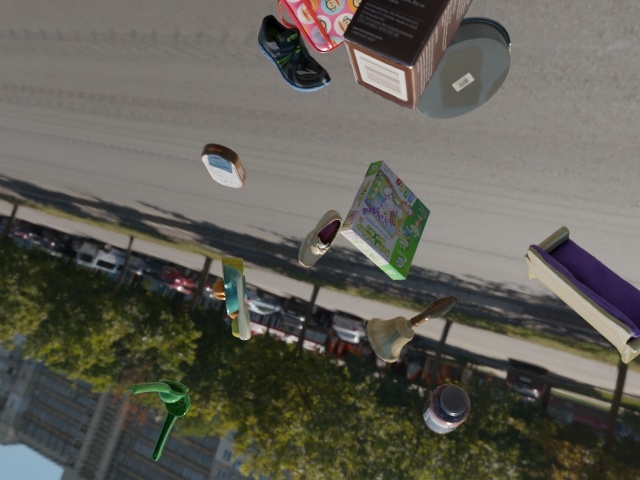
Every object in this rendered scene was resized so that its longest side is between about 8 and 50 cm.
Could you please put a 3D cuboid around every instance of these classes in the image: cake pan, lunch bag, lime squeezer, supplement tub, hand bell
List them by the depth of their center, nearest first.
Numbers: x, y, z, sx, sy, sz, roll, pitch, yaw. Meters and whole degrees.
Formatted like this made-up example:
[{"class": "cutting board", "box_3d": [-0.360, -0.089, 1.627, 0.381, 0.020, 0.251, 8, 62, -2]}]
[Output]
[{"class": "lime squeezer", "box_3d": [-0.300, 0.309, 0.997, 0.059, 0.110, 0.310, 42, 145, 25]}, {"class": "cake pan", "box_3d": [0.345, -0.416, 1.319, 0.293, 0.054, 0.293, -11, 149, -7]}, {"class": "hand bell", "box_3d": [0.246, 0.202, 1.327, 0.126, 0.126, 0.242, 25, 132, -35]}, {"class": "supplement tub", "box_3d": [0.336, 0.444, 1.393, 0.106, 0.106, 0.198, 17, 152, 10]}, {"class": "lunch bag", "box_3d": [-0.003, -0.677, 1.437, 0.258, 0.120, 0.293, -25, 132, 20]}]

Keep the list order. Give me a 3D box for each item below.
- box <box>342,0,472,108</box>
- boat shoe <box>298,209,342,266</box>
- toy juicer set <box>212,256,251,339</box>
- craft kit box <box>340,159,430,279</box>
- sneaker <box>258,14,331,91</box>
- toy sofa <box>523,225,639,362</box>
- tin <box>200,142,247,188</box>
[{"class": "box", "box_3d": [0.193, -0.452, 0.918, 0.143, 0.381, 0.191, 30, 179, 13]}, {"class": "boat shoe", "box_3d": [0.000, 0.000, 1.362, 0.063, 0.170, 0.059, 27, -169, -22]}, {"class": "toy juicer set", "box_3d": [-0.236, 0.164, 1.383, 0.089, 0.209, 0.329, -5, -172, -10]}, {"class": "craft kit box", "box_3d": [0.192, -0.056, 1.500, 0.250, 0.247, 0.061, 40, 154, -30]}, {"class": "sneaker", "box_3d": [-0.055, -0.354, 0.994, 0.188, 0.067, 0.078, 48, 160, 15]}, {"class": "toy sofa", "box_3d": [0.715, 0.121, 1.365, 0.362, 0.150, 0.177, 51, 175, 39]}, {"class": "tin", "box_3d": [-0.265, -0.201, 1.450, 0.106, 0.040, 0.190, 9, 158, 10]}]
